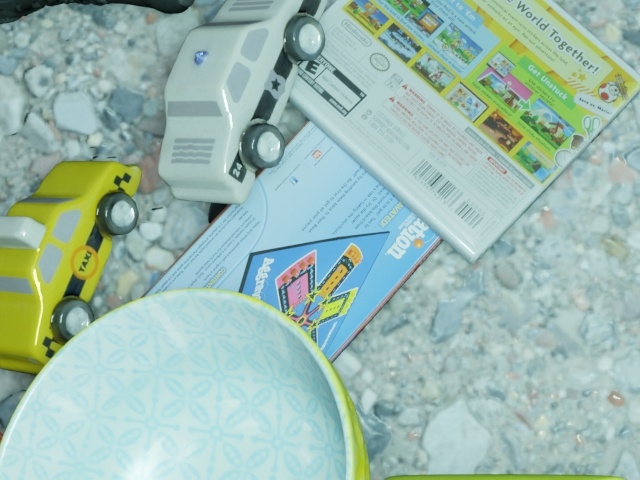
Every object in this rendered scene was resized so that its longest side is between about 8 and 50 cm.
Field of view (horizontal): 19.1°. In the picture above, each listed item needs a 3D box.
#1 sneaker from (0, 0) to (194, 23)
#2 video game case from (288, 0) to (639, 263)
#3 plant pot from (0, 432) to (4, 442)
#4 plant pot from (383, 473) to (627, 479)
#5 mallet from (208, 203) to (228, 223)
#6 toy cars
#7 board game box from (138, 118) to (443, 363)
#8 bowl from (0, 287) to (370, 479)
[{"bbox_3d":[-0.237,-0.225,1.601,0.283,0.107,0.124,25,98,18],"label":"sneaker"},{"bbox_3d":[0.107,-0.127,1.516,0.227,0.026,0.206,42,77,11],"label":"video game case"},{"bbox_3d":[-0.376,0.263,1.438,0.243,0.275,0.275,0,78,21],"label":"plant pot"},{"bbox_3d":[0.145,0.276,1.304,0.227,0.207,0.228,-5,62,37],"label":"plant pot"},{"bbox_3d":[-0.092,0.044,1.539,0.062,0.039,0.190,27,88,11],"label":"mallet"},{"bbox_3d":[-0.148,-0.059,1.485,0.393,0.087,0.176,-42,42,15],"label":"toy cars"},{"bbox_3d":[0.000,0.000,1.502,0.145,0.027,0.281,41,76,10],"label":"board game box"},{"bbox_3d":[-0.078,0.195,1.379,0.289,0.156,0.289,-10,65,22],"label":"bowl"}]
